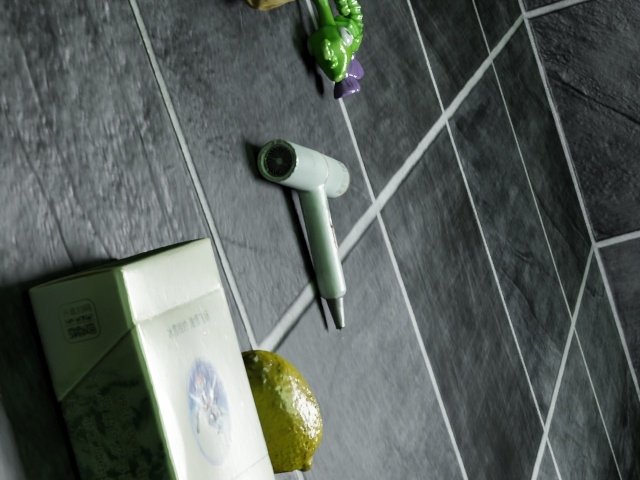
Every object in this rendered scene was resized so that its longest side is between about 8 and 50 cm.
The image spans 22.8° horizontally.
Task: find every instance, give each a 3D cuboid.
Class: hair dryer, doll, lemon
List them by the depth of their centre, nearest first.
[{"bbox_3d":[-0.041,0.134,1.213,0.111,0.082,0.082,61,21,-19],"label":"lemon"},{"bbox_3d":[-0.003,0.001,1.514,0.155,0.044,0.183,13,66,-68],"label":"hair dryer"},{"bbox_3d":[0.021,-0.226,1.753,0.190,0.050,0.115,-61,141,-68],"label":"doll"}]

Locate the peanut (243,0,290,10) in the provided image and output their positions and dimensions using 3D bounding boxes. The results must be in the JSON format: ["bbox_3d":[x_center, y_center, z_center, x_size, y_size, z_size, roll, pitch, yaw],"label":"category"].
[{"bbox_3d":[-0.060,-0.267,1.487,0.083,0.093,0.194,44,20,18],"label":"peanut"}]

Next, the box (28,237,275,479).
[{"bbox_3d":[-0.098,0.136,1.058,0.164,0.069,0.256,-22,97,-72],"label":"box"}]
